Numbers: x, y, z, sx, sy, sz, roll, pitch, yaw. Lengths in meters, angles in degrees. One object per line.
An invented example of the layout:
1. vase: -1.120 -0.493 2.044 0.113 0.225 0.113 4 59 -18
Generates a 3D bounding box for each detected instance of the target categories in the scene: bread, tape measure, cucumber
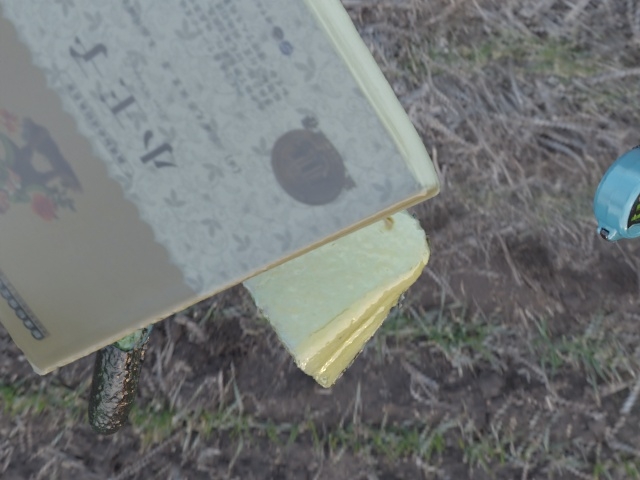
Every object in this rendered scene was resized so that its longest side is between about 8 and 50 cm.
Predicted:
1. bread: 0.000 0.000 1.171 0.178 0.135 0.240 -36 67 0
2. tape measure: 0.445 -0.063 1.651 0.125 0.081 0.146 -23 134 -36
3. cucumber: -0.250 0.173 1.424 0.067 0.067 0.245 15 134 -4

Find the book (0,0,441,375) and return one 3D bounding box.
1. book: -0.071 -0.038 0.392 0.199 0.016 0.138 -25 102 36
